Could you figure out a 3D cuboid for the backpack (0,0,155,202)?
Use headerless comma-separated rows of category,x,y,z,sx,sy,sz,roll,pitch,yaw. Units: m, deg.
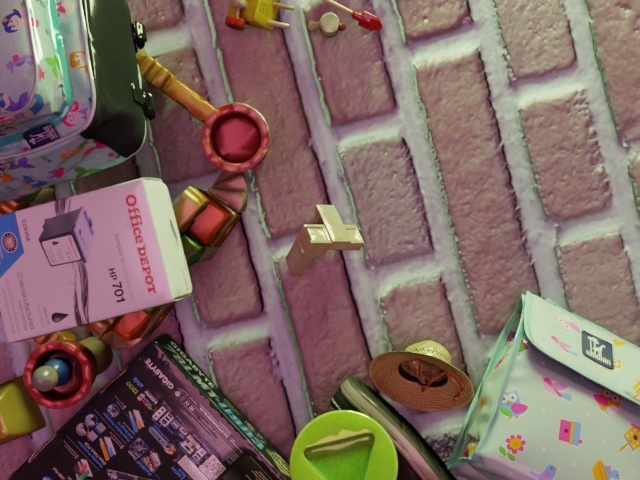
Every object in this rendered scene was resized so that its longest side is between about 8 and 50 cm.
backpack,-0.332,-0.163,0.857,0.253,0.191,0.225,-19,72,22

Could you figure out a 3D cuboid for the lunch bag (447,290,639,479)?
lunch bag,0.320,0.217,1.054,0.223,0.160,0.262,26,67,4

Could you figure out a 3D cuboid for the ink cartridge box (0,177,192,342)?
ink cartridge box,-0.255,0.020,0.894,0.190,0.082,0.140,-15,89,7

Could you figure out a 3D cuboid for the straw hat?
straw hat,0.143,0.170,1.105,0.144,0.144,0.061,23,51,1

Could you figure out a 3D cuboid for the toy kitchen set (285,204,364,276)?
toy kitchen set,0.000,0.000,1.126,0.083,0.075,0.068,0,49,-30

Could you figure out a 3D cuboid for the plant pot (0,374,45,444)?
plant pot,-0.442,0.243,1.112,0.081,0.083,0.081,-22,91,3

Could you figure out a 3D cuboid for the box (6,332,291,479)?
box,-0.225,0.333,1.113,0.293,0.073,0.295,-44,89,5

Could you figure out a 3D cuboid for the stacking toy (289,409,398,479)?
stacking toy,0.022,0.381,0.996,0.309,0.130,0.279,42,75,18

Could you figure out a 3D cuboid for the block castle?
block castle,-0.293,-0.039,1.038,0.303,0.213,0.453,37,92,0

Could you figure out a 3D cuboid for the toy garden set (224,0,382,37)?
toy garden set,-0.008,-0.367,1.106,0.244,0.049,0.204,14,90,0

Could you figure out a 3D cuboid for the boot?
boot,0.064,0.402,1.083,0.284,0.138,0.377,-38,96,2
